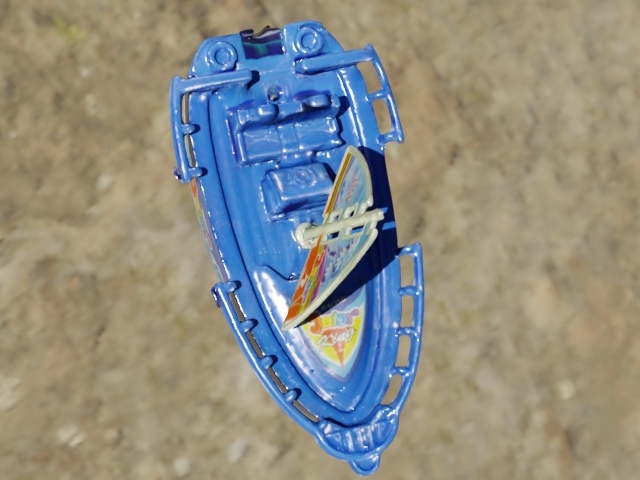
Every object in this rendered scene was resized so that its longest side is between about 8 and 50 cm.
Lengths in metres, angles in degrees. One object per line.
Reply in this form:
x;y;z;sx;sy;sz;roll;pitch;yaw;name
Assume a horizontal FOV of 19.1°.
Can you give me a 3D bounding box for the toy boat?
0.000;0.000;0.693;0.091;0.110;0.175;-11;86;-16;toy boat
